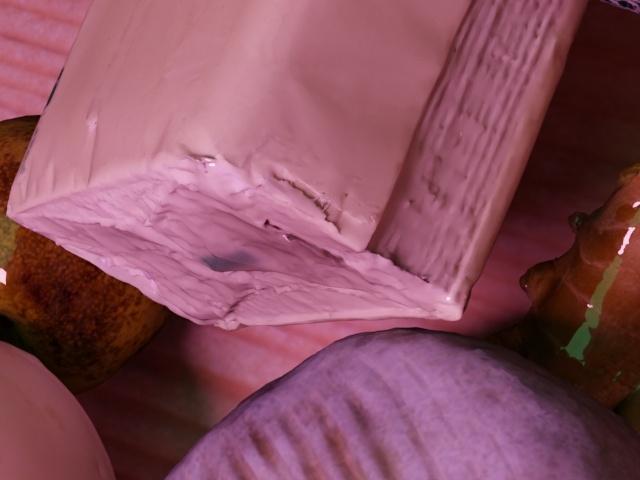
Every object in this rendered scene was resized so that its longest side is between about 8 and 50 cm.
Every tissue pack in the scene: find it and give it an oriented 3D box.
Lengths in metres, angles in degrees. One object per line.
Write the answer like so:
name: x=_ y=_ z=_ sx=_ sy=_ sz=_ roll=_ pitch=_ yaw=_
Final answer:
tissue pack: x=0.006 y=-0.146 z=0.951 sx=0.297 sy=0.207 sz=0.380 roll=-10 pitch=53 yaw=57

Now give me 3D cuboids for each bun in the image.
bun: x=0.040 y=0.225 z=0.871 sx=0.361 sy=0.211 sz=0.362 roll=-15 pitch=62 yaw=31

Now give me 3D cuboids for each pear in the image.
pear: x=-0.189 y=0.005 z=1.105 sx=0.197 sy=0.197 sz=0.197 roll=-10 pitch=69 yaw=27

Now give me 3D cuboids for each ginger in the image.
ginger: x=0.166 y=0.047 z=0.944 sx=0.115 sy=0.081 sz=0.206 roll=1 pitch=80 yaw=48

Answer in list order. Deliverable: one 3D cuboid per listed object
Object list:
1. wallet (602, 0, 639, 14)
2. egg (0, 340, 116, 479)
wallet: x=0.250 y=-0.216 z=0.853 sx=0.075 sy=0.342 sz=0.237 roll=160 pitch=126 yaw=-71
egg: x=-0.286 y=0.194 z=1.001 sx=0.345 sy=0.283 sz=0.283 roll=-15 pitch=65 yaw=43
